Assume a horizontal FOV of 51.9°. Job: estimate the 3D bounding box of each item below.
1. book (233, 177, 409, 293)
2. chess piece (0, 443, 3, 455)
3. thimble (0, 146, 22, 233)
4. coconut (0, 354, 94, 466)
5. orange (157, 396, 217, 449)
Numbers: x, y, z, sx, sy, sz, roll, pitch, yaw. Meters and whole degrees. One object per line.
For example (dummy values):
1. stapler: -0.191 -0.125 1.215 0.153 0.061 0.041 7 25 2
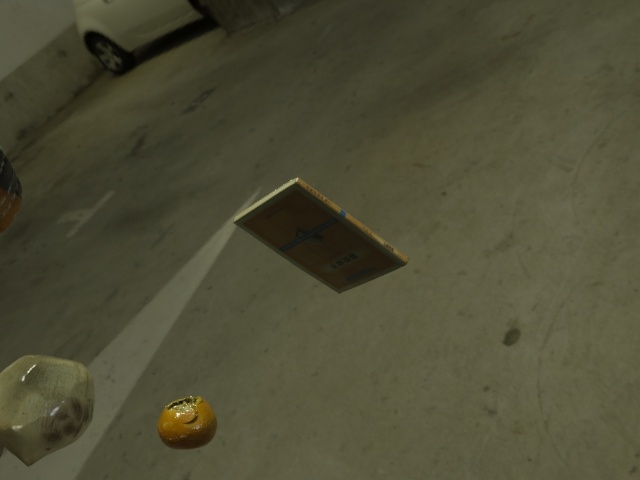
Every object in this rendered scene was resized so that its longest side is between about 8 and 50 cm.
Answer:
1. book: 0.000 0.001 1.063 0.170 0.241 0.018 -28 37 43
2. chess piece: -0.779 0.486 1.538 0.038 0.084 0.084 8 42 11
3. thimble: -0.676 -0.095 1.186 0.237 0.150 0.237 -1 54 2
4. coconut: -0.577 0.352 1.363 0.224 0.224 0.224 -28 29 17
5. orange: -0.347 0.475 1.713 0.154 0.154 0.134 -16 69 34
